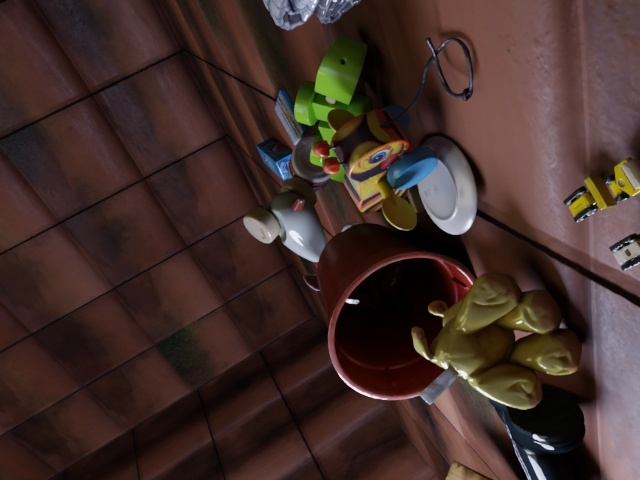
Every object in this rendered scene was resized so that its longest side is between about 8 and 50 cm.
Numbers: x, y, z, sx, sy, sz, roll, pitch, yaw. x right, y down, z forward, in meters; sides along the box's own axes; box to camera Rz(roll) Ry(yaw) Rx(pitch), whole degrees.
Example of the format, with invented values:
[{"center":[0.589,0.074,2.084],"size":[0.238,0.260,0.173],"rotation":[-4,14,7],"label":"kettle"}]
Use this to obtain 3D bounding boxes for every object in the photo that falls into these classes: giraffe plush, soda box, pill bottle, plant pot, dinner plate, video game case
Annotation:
[{"center":[0.233,0.129,0.710],"size":[0.181,0.210,0.170],"rotation":[56,-161,-1],"label":"giraffe plush"},{"center":[-0.138,-0.268,1.627],"size":[0.210,0.067,0.071],"rotation":[45,162,56],"label":"soda box"},{"center":[-0.023,-0.174,1.201],"size":[0.108,0.108,0.193],"rotation":[60,171,1],"label":"pill bottle"},{"center":[0.117,0.102,0.934],"size":[0.272,0.272,0.265],"rotation":[64,178,-23],"label":"plant pot"},{"center":[0.167,-0.074,0.698],"size":[0.141,0.017,0.141],"rotation":[163,90,-74],"label":"dinner plate"},{"center":[-0.082,-0.325,1.330],"size":[0.119,0.015,0.166],"rotation":[61,171,-3],"label":"video game case"}]

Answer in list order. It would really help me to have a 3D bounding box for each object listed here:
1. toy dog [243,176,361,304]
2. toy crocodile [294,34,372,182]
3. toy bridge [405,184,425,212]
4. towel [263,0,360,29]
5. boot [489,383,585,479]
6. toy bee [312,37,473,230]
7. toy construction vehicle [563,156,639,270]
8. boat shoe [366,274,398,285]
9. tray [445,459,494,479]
[{"center":[0.000,0.000,1.096],"size":[0.333,0.220,0.161],"rotation":[29,162,-20],"label":"toy dog"},{"center":[0.041,-0.194,0.848],"size":[0.115,0.105,0.340],"rotation":[18,161,16],"label":"toy crocodile"},{"center":[0.155,-0.078,0.818],"size":[0.063,0.026,0.188],"rotation":[65,170,-15],"label":"toy bridge"},{"center":[-0.002,-0.355,0.408],"size":[0.235,0.121,0.283],"rotation":[67,155,4],"label":"towel"},{"center":[0.362,0.333,0.773],"size":[0.207,0.094,0.246],"rotation":[63,177,2],"label":"boot"},{"center":[0.062,-0.121,0.656],"size":[0.195,0.162,0.298],"rotation":[55,161,39],"label":"toy bee"},{"center":[0.263,-0.025,0.427],"size":[0.098,0.035,0.086],"rotation":[92,157,-68],"label":"toy construction vehicle"},{"center":[0.158,0.135,1.189],"size":[0.104,0.110,0.307],"rotation":[60,170,-8],"label":"boat shoe"},{"center":[0.405,0.551,0.994],"size":[0.202,0.076,0.411],"rotation":[26,167,4],"label":"tray"}]
